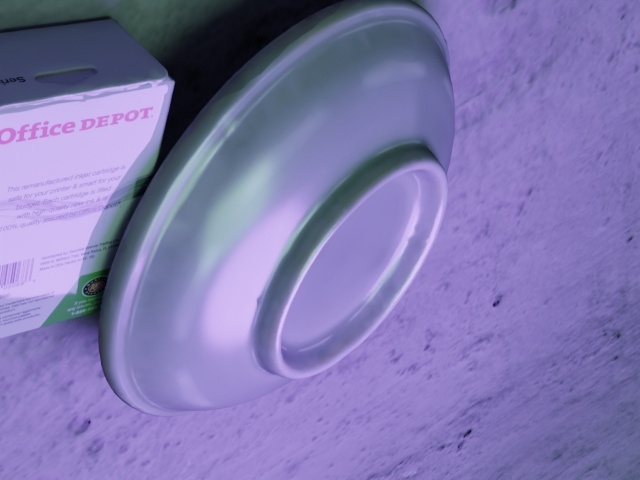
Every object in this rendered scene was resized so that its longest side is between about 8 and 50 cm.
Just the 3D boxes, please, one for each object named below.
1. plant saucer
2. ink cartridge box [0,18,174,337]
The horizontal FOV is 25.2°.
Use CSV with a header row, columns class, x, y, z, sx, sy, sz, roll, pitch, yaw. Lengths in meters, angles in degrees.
class,x,y,z,sx,sy,sz,roll,pitch,yaw
plant saucer,0.000,0.000,1.156,0.400,0.100,0.400,-41,154,-25
ink cartridge box,-0.200,-0.040,0.996,0.153,0.087,0.208,-14,137,-37
